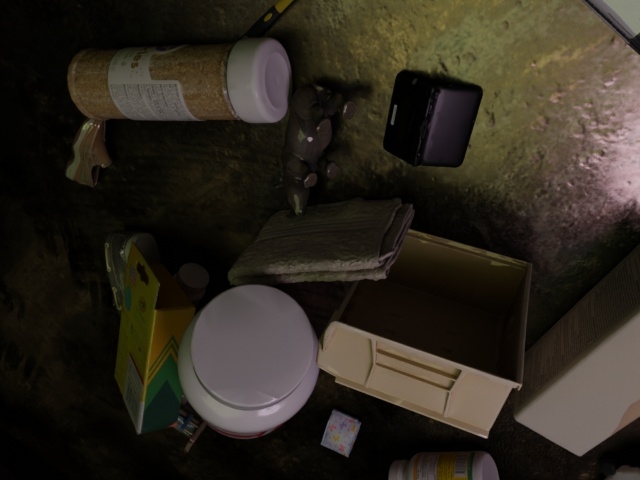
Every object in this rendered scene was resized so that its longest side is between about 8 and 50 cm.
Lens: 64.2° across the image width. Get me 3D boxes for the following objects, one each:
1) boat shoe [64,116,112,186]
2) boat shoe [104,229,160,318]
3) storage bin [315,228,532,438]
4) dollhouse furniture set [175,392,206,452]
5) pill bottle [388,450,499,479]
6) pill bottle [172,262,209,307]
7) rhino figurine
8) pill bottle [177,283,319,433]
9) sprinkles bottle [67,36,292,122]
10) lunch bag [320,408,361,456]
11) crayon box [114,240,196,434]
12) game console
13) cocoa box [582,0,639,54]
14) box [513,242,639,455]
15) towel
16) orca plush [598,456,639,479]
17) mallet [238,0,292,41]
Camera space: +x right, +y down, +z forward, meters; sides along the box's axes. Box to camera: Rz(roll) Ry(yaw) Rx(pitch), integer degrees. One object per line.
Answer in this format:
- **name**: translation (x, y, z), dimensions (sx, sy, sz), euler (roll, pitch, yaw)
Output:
- **boat shoe**: translation (-0.440, -0.173, 0.998), dimensions (0.072, 0.068, 0.190), euler (33, 139, -13)
- **boat shoe**: translation (-0.408, 0.117, 1.132), dimensions (0.091, 0.109, 0.305), euler (11, 118, 19)
- **storage bin**: translation (0.160, 0.114, 0.769), dimensions (0.260, 0.262, 0.123), euler (17, 128, 14)
- **dollhouse furniture set**: translation (-0.324, 0.399, 1.252), dimensions (0.129, 0.129, 0.183), euler (33, 128, 3)
- **pill bottle**: translation (0.253, 0.502, 1.059), dimensions (0.208, 0.117, 0.117), euler (-16, 112, 31)
- **pill bottle**: translation (-0.292, 0.114, 1.091), dimensions (0.078, 0.078, 0.137), euler (37, 128, 0)
- **rhino figurine**: translation (-0.023, -0.133, 0.809), dimensions (0.106, 0.073, 0.243), euler (51, 138, 36)
- **pill bottle**: translation (-0.125, 0.220, 0.892), dimensions (0.229, 0.229, 0.407), euler (31, 156, 4)
- **sprinkles bottle**: translation (-0.226, -0.248, 0.807), dimensions (0.355, 0.121, 0.121), euler (6, 122, 22)
- **lunch bag**: translation (0.049, 0.429, 1.148), dimensions (0.071, 0.053, 0.083), euler (18, 100, 14)
- **crayon box**: translation (-0.330, 0.183, 1.005), dimensions (0.202, 0.081, 0.318), euler (36, 119, 49)
- **game console**: translation (0.159, -0.175, 0.746), dimensions (0.107, 0.071, 0.122), euler (38, 134, 38)
- **cocoa box**: translation (0.431, -0.282, 0.414), dimensions (0.228, 0.231, 0.347), euler (41, 128, -4)
- **box**: translation (0.428, 0.165, 0.752), dimensions (0.121, 0.148, 0.311), euler (30, 129, 4)
- **towel**: translation (0.000, 0.000, 0.818), dimensions (0.282, 0.187, 0.049), euler (-6, 120, 27)
- **orca plush**: translation (0.575, 0.487, 0.915), dimensions (0.102, 0.151, 0.287), euler (-5, 119, -8)
- **mallet**: translation (-0.061, -0.345, 0.729), dimensions (0.190, 0.039, 0.062), euler (-18, 112, 36)
